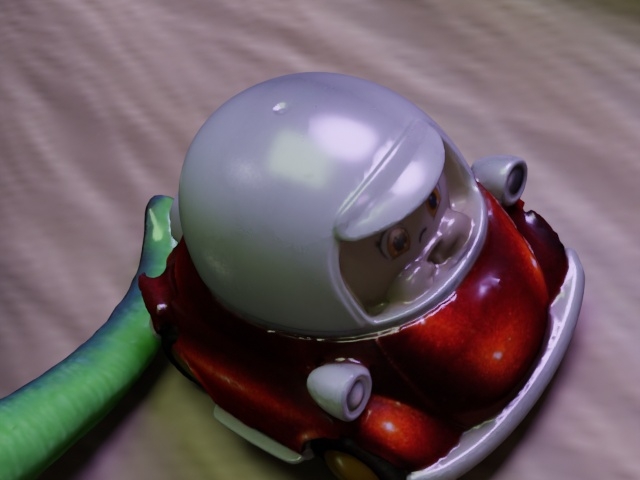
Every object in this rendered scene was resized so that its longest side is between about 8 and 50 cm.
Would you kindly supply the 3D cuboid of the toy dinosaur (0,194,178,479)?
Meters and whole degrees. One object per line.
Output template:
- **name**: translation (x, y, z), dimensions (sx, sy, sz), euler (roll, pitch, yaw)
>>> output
- **toy dinosaur**: translation (-0.303, 0.072, 0.483), dimensions (0.374, 0.144, 0.500), euler (30, 46, 5)

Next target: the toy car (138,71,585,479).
- **toy car**: translation (0.000, 0.000, 0.521), dimensions (0.139, 0.112, 0.112), euler (16, 54, 35)
